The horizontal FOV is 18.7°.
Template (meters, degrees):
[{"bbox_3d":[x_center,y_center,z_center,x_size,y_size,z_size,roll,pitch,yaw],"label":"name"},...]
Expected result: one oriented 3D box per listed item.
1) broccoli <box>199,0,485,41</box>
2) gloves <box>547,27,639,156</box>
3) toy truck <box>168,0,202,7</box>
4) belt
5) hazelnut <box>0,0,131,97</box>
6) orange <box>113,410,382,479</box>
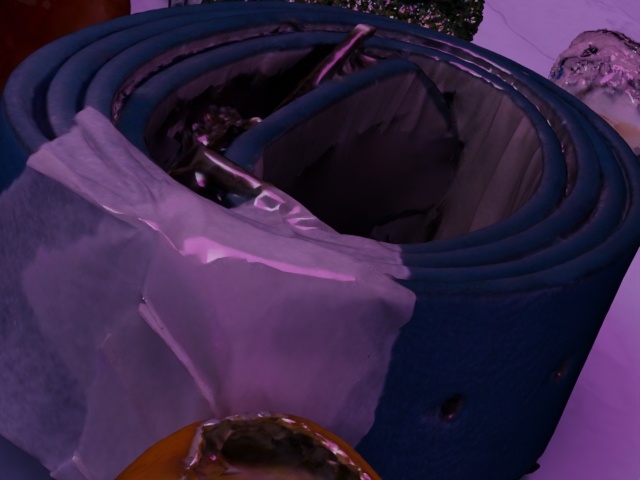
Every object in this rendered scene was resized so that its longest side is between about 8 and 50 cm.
[{"bbox_3d":[0.010,-0.141,1.325,0.195,0.195,0.156,34,12,32],"label":"broccoli"},{"bbox_3d":[0.231,-0.117,1.488,0.114,0.070,0.153,21,25,11],"label":"gloves"},{"bbox_3d":[-0.045,-0.298,1.540,0.173,0.207,0.387,5,29,-19],"label":"toy truck"},{"bbox_3d":[0.001,-0.001,1.026,0.300,0.173,0.436,28,29,21],"label":"belt"},{"bbox_3d":[-0.202,-0.111,1.094,0.178,0.204,0.178,29,-6,4],"label":"hazelnut"},{"bbox_3d":[-0.030,0.141,0.785,0.156,0.134,0.156,4,22,-2],"label":"orange"}]
